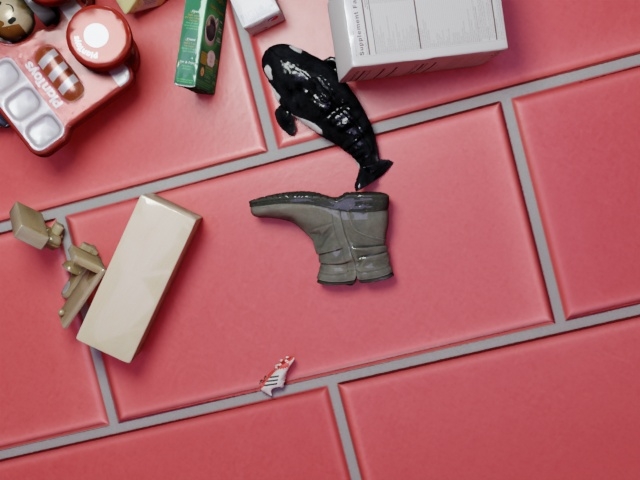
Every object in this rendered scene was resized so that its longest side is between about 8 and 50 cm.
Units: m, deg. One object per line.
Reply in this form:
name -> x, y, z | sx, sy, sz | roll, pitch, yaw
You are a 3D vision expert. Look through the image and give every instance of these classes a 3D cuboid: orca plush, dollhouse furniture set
orca plush -> 0.000, -0.211, 1.345 | 0.151, 0.102, 0.287 | -27, 90, 7
dollhouse furniture set -> -0.474, 0.041, 1.391 | 0.151, 0.144, 0.123 | 31, 98, -32

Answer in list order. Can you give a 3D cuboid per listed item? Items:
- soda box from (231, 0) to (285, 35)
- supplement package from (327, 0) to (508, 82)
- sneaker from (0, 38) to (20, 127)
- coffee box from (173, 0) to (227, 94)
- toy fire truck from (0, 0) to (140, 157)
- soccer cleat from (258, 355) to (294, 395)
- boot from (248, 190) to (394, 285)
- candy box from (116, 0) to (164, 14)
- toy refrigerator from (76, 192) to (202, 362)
soda box -> -0.137, -0.458, 1.362 | 0.069, 0.074, 0.216 | -24, 90, 7
supplement package -> 0.146, -0.338, 1.279 | 0.244, 0.134, 0.139 | -8, 91, -8
sneaker -> -0.587, -0.299, 1.415 | 0.163, 0.086, 0.226 | -40, 89, 4
coffee box -> -0.196, -0.340, 1.357 | 0.040, 0.113, 0.184 | 9, 95, 9
toy fire truck -> -0.452, -0.320, 1.324 | 0.254, 0.169, 0.302 | -38, 95, -6
soccer cleat -> -0.070, 0.234, 1.414 | 0.035, 0.029, 0.083 | 45, 100, -6
boot -> 0.000, 0.000, 1.371 | 0.247, 0.083, 0.161 | 1, 99, 8
candy box -> -0.263, -0.523, 1.276 | 0.316, 0.087, 0.183 | -33, 90, 48
toy refrigerator -> -0.307, 0.061, 1.401 | 0.102, 0.094, 0.269 | 25, 96, -2
